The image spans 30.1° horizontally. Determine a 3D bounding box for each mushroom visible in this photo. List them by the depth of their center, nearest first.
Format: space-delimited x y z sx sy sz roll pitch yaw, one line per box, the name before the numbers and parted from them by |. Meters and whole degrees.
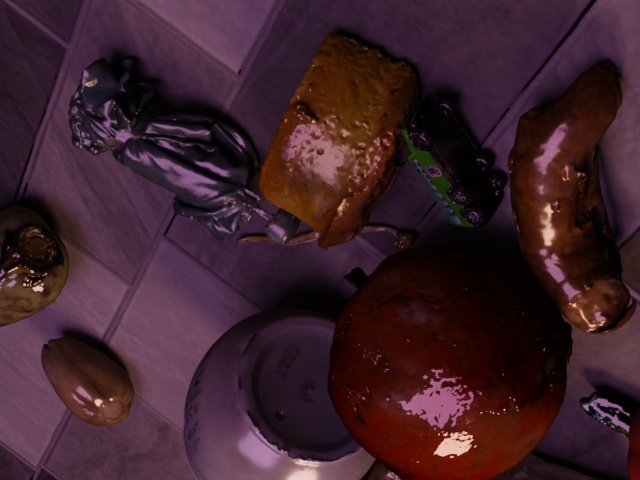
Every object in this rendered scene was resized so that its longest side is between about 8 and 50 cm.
mushroom | 0.001 -0.006 1.588 0.286 0.028 0.026 2 168 34

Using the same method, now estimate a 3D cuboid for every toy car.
toy car | 0.148 -0.089 1.373 0.062 0.071 0.165 -5 130 49

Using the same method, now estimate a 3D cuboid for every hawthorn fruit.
hawthorn fruit | 0.151 0.156 1.435 0.316 0.316 0.316 18 133 20

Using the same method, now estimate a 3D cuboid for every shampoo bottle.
shampoo bottle | -0.054 0.243 1.646 0.273 0.273 0.266 39 145 0

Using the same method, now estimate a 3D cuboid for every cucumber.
cucumber | 0.443 0.258 1.494 0.256 0.044 0.043 29 113 9

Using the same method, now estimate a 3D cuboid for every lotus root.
lotus root | -0.513 0.049 1.879 0.309 0.173 0.173 -23 110 43

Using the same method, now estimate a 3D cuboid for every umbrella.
umbrella | -0.177 -0.106 1.566 0.349 0.094 0.143 31 130 5

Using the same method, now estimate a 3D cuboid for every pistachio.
pistachio | -0.390 0.231 1.990 0.185 0.126 0.108 44 94 -1

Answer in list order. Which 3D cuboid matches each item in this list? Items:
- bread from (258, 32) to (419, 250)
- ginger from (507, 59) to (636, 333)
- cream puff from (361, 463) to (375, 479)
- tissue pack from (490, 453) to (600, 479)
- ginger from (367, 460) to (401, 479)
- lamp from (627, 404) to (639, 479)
bread | 0.012 -0.099 1.411 0.160 0.147 0.260 33 137 2
ginger | 0.273 -0.040 1.316 0.133 0.107 0.309 13 129 44
cream puff | -0.013 0.467 1.839 0.343 0.231 0.327 39 140 0
tissue pack | 0.273 0.487 1.679 0.297 0.207 0.380 17 132 24
ginger | 0.099 0.342 1.672 0.074 0.213 0.137 25 148 14
lamp | 0.464 0.246 1.361 0.227 0.227 0.227 18 133 20
